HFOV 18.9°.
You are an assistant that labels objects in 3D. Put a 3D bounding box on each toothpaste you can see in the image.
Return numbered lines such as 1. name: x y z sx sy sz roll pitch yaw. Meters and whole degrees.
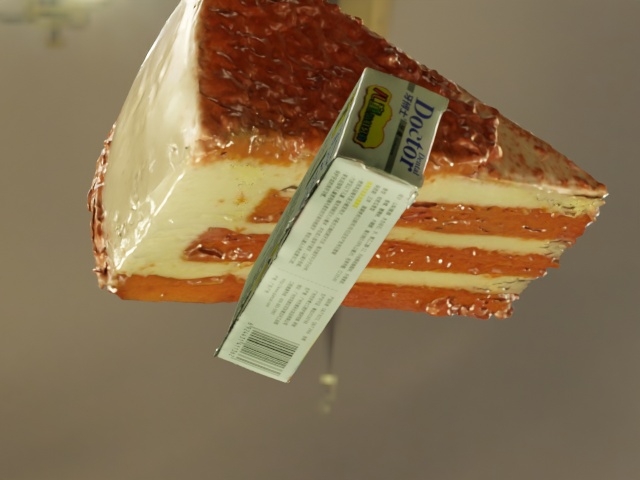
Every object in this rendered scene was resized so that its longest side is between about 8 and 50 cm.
1. toothpaste: 0.000 0.000 0.726 0.034 0.164 0.046 23 -124 -6

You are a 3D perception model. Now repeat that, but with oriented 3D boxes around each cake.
1. cake: 0.007 -0.016 1.028 0.262 0.158 0.159 32 -130 -4
